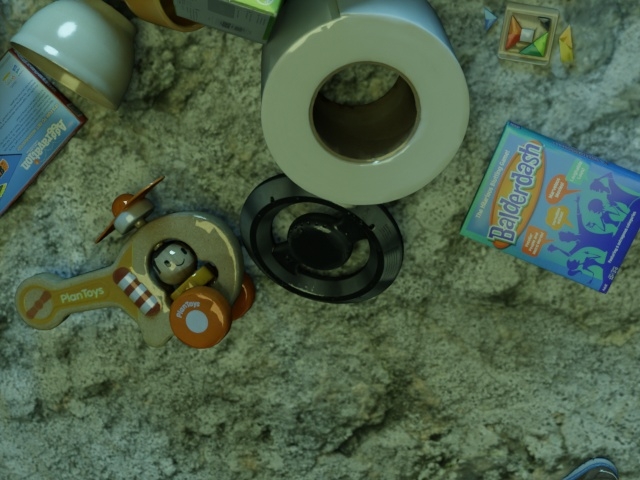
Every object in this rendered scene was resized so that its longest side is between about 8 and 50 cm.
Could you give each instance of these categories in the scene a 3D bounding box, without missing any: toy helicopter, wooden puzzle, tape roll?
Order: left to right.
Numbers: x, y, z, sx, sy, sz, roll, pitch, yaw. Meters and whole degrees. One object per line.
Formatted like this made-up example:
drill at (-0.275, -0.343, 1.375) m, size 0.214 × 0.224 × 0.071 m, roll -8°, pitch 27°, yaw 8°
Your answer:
toy helicopter at (-0.279, 0.043, 1.441) m, size 0.355 × 0.140 × 0.234 m, roll -13°, pitch 102°, yaw 17°
tape roll at (0.048, -0.187, 1.251) m, size 0.246 × 0.169 × 0.246 m, roll -1°, pitch 120°, yaw -2°
wooden puzzle at (0.265, -0.262, 1.302) m, size 0.116 × 0.014 × 0.078 m, roll 4°, pitch 108°, yaw 10°

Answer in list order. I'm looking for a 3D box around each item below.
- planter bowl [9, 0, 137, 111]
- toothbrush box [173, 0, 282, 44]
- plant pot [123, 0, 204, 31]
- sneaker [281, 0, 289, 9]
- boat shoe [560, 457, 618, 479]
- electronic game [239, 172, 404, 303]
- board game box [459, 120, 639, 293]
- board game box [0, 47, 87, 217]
planter bowl at (-0.311, -0.260, 1.351) m, size 0.162 × 0.162 × 0.109 m, roll 30°, pitch 84°, yaw 1°
toothbrush box at (-0.068, -0.382, 1.137) m, size 0.122 × 0.206 × 0.283 m, roll 16°, pitch 90°, yaw -7°
plant pot at (-0.228, -0.380, 1.277) m, size 0.188 × 0.205 × 0.205 m, roll 17°, pitch 110°, yaw 22°
sneaker at (-0.036, -0.376, 1.297) m, size 0.091 × 0.081 × 0.232 m, roll -1°, pitch 107°, yaw -4°
boat shoe at (0.346, 0.383, 1.458) m, size 0.066 × 0.066 × 0.183 m, roll 40°, pitch 110°, yaw -3°
electronic game at (0.000, 0.000, 1.383) m, size 0.229 × 0.048 × 0.229 m, roll 11°, pitch 133°, yaw 12°
board game box at (0.310, -0.043, 1.343) m, size 0.210 × 0.047 × 0.160 m, roll 22°, pitch 110°, yaw 4°
board game box at (-0.476, -0.128, 1.480) m, size 0.145 × 0.027 × 0.281 m, roll 46°, pitch 109°, yaw -3°
